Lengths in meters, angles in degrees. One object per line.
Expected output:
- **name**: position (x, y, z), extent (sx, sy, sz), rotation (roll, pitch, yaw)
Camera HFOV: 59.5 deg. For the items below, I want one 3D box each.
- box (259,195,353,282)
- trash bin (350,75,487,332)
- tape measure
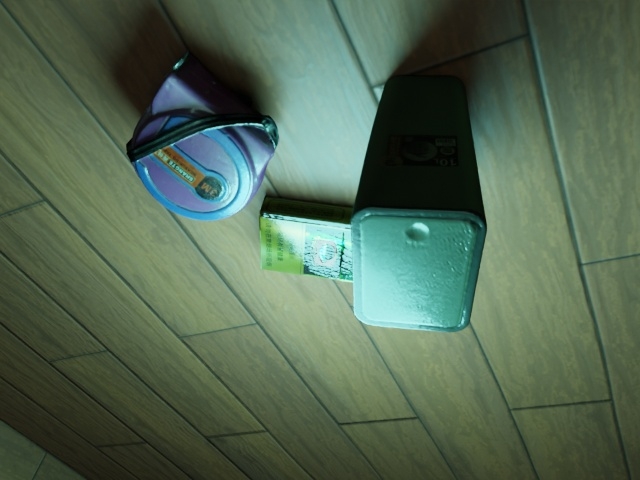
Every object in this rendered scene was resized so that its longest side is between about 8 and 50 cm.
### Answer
- **box**: position (0.000, 0.000, 1.113), extent (0.240, 0.071, 0.159), rotation (7, 132, 5)
- **trash bin**: position (0.139, -0.072, 0.824), extent (0.158, 0.343, 0.223), rotation (2, 135, 8)
- **tape measure**: position (-0.194, -0.162, 0.955), extent (0.231, 0.149, 0.245), rotation (37, 122, -19)
